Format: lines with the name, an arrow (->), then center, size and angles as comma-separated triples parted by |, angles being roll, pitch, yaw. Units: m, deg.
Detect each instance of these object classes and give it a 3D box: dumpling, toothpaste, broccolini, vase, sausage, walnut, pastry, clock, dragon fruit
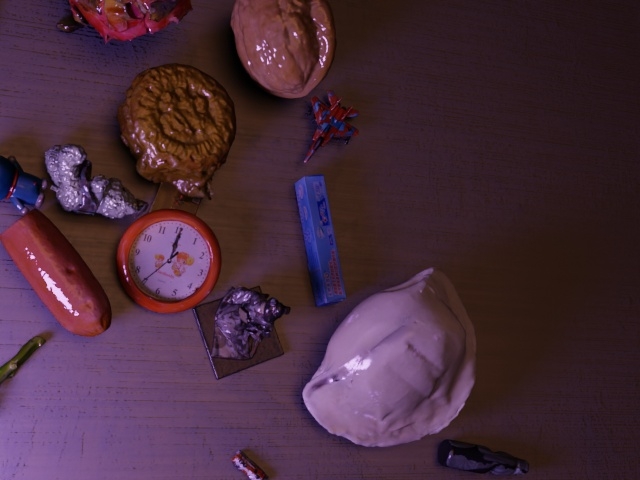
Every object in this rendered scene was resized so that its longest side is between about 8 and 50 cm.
dumpling -> 0.166, 0.262, 1.977 | 0.395, 0.233, 0.315 | -40, 98, -12
toothpaste -> 0.000, 0.000, 2.051 | 0.053, 0.066, 0.272 | -5, 79, -25
broccolini -> -0.572, 0.249, 1.744 | 0.067, 0.058, 0.216 | 46, 63, -4
vase -> 0.356, 0.471, 2.090 | 0.211, 0.060, 0.060 | 14, 72, -19
sausage -> -0.480, 0.068, 1.800 | 0.113, 0.113, 0.259 | -37, 92, -27
walnut -> -0.071, -0.426, 2.047 | 0.224, 0.257, 0.257 | -25, 87, -59
pastry -> -0.284, -0.230, 1.940 | 0.240, 0.132, 0.235 | 21, 62, -14
clock -> -0.295, 0.040, 1.904 | 0.205, 0.051, 0.205 | -1, 94, -16
dragon fruit -> -0.394, -0.547, 1.898 | 0.250, 0.269, 0.291 | -47, 126, -32

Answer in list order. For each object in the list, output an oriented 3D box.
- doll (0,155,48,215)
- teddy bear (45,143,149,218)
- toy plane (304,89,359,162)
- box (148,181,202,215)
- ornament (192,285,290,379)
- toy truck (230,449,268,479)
doll -> -0.588, -0.110, 1.818 | 0.152, 0.085, 0.114 | 19, 55, -30
teddy bear -> -0.436, -0.090, 1.854 | 0.213, 0.133, 0.111 | 39, 73, -24
toy plane -> 0.009, -0.237, 2.120 | 0.130, 0.061, 0.189 | 38, 70, -12
box -> -0.301, -0.044, 1.956 | 0.090, 0.023, 0.133 | 25, 68, -18
ornament -> -0.132, 0.155, 1.885 | 0.153, 0.196, 0.166 | -19, 84, -27
toy truck -> -0.136, 0.445, 1.903 | 0.083, 0.024, 0.032 | 44, 35, -4
